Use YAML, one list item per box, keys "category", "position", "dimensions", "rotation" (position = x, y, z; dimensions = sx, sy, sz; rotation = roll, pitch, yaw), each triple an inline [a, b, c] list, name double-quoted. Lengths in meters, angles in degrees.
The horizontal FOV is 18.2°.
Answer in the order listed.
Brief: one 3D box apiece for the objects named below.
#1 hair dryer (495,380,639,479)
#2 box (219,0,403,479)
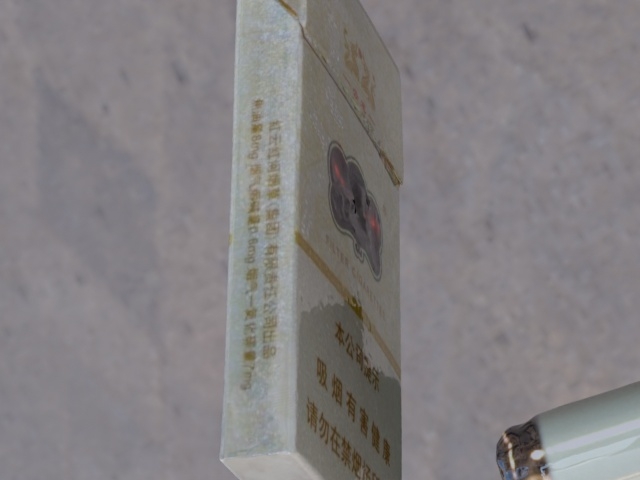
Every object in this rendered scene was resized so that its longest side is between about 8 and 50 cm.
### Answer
- category: "hair dryer"
  position: [0.235, 0.068, 0.921]
  dimensions: [0.203, 0.362, 0.128]
  rotation: [-6, -103, -78]
- category: "box"
  position: [0.000, 0.000, 0.554]
  dimensions: [0.090, 0.024, 0.167]
  rotation: [54, -148, -55]
